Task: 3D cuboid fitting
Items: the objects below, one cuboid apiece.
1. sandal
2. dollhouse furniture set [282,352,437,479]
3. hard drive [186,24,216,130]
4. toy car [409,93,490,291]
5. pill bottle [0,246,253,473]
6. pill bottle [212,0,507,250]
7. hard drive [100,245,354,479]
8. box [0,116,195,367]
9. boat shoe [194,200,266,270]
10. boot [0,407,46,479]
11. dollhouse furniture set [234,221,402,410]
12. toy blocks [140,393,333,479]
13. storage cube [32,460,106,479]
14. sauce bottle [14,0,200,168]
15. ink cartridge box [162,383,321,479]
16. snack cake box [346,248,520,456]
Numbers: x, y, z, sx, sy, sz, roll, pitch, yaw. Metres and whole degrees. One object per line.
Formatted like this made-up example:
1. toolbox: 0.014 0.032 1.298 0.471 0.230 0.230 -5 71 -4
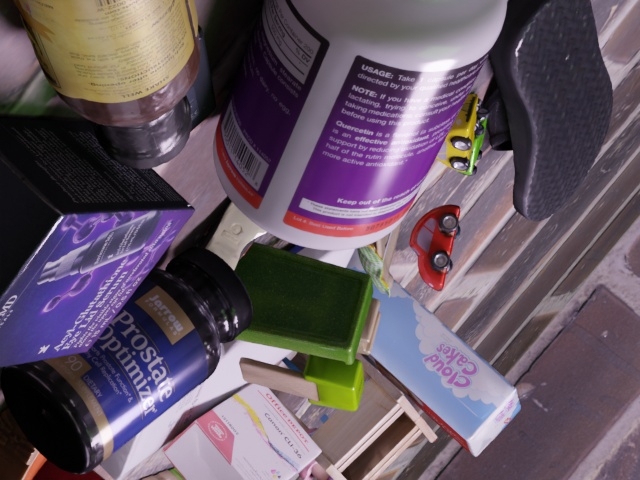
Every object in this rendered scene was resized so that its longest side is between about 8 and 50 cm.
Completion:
1. sandal: 0.260 -0.182 2.165 0.167 0.107 0.445 -42 151 -15
2. dollhouse furniture set: 0.024 0.208 2.225 0.129 0.184 0.129 -44 141 -5
3. hard drive: -0.125 -0.110 1.423 0.094 0.022 0.135 -44 164 -14
4. toy car: 0.148 -0.088 2.052 0.225 0.053 0.239 -64 164 -60
5. pill bottle: -0.169 0.101 1.633 0.219 0.123 0.123 -38 162 -32
6. pill bottle: 0.035 -0.151 1.453 0.181 0.181 0.323 -35 160 -39
7. hard drive: -0.101 0.117 2.002 0.319 0.040 0.210 -35 160 -38
8. box: -0.211 0.001 1.307 0.153 0.108 0.207 -52 164 17
9. boat shoe: -0.083 -0.010 1.749 0.133 0.049 0.042 -55 -159 -10
10. boot: -0.286 0.212 1.719 0.158 0.059 0.085 -55 168 22
11. dollhouse furniture set: 0.000 0.000 1.909 0.197 0.151 0.301 82 23 -67
12. toy blocks: -0.099 0.389 2.260 0.309 0.260 0.288 -52 164 17
13. storage cube: -0.259 0.350 1.798 0.193 0.184 0.215 -41 141 -23
14. sauce bottle: -0.133 -0.140 1.162 0.111 0.111 0.344 -43 163 -14
15. ink cartridge box: -0.078 0.233 2.065 0.067 0.115 0.198 -43 173 27
16. snack cake box: 0.116 0.137 2.207 0.089 0.264 0.152 -46 165 -6
